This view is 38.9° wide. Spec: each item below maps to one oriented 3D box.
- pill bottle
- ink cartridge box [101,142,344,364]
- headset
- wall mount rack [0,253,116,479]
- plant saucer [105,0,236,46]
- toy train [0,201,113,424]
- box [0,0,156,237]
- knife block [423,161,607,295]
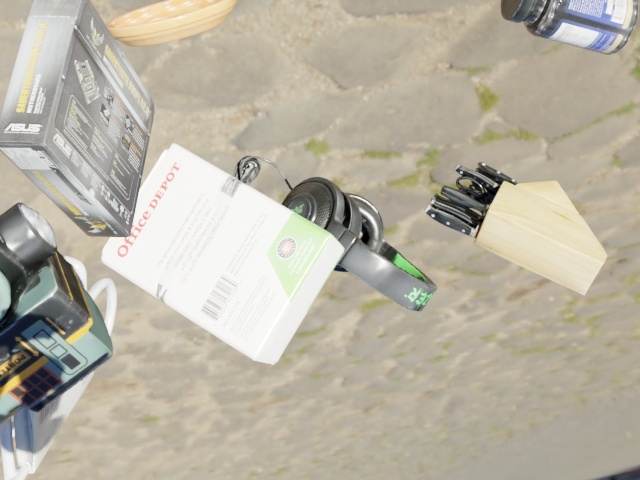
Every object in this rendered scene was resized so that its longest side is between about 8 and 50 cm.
[{"bbox_3d":[0.439,-0.412,1.607,0.219,0.122,0.123,11,154,-16],"label":"pill bottle"},{"bbox_3d":[-0.137,0.019,1.275,0.198,0.273,0.115,-58,164,-3],"label":"ink cartridge box"},{"bbox_3d":[0.000,0.000,1.446,0.185,0.394,0.243,-54,159,7],"label":"headset"},{"bbox_3d":[-0.349,0.189,1.031,0.131,0.350,0.304,12,120,5],"label":"wall mount rack"},{"bbox_3d":[-0.219,-0.329,1.346,0.200,0.037,0.200,-12,-155,5],"label":"plant saucer"},{"bbox_3d":[-0.342,0.110,0.774,0.334,0.142,0.190,-38,130,-2],"label":"toy train"},{"bbox_3d":[-0.255,-0.130,0.982,0.056,0.183,0.231,2,158,11],"label":"box"},{"bbox_3d":[0.326,-0.021,1.577,0.242,0.275,0.088,-8,140,-19],"label":"knife block"}]
